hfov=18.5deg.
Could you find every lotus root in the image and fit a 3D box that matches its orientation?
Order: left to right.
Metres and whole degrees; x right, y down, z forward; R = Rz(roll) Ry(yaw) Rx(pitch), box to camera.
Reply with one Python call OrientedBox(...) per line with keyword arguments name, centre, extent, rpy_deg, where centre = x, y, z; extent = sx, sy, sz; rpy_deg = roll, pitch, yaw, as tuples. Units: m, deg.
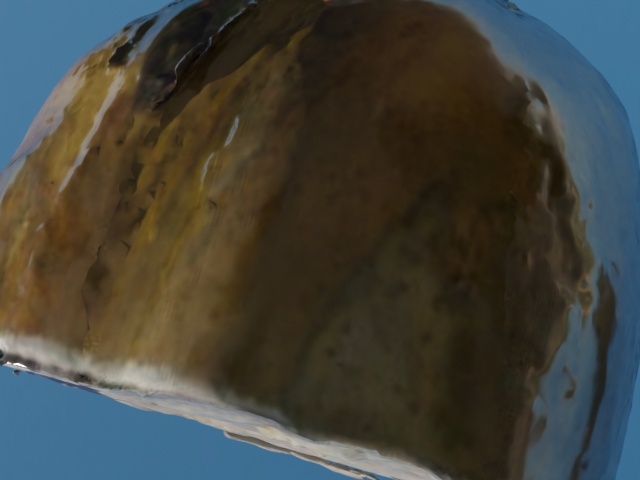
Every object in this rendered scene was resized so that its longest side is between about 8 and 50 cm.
OrientedBox(name="lotus root", centre=(0.000, 0.000, 0.718), extent=(0.272, 0.272, 0.192), rpy_deg=(12, -92, 4))
